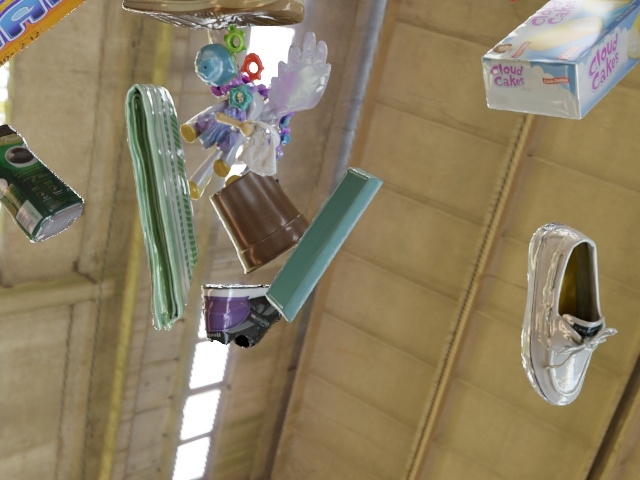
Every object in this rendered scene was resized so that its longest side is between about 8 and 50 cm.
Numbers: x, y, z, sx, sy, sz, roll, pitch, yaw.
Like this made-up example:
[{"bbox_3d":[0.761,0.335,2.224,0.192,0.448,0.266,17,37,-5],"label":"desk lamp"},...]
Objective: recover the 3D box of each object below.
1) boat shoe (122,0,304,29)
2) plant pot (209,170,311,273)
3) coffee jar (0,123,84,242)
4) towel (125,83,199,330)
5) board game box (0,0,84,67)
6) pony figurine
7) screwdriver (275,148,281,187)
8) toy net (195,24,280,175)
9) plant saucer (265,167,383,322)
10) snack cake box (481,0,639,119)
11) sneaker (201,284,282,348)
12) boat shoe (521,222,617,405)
[{"bbox_3d":[-0.175,-0.420,1.241,0.341,0.123,0.123,7,-86,30],"label":"boat shoe"},{"bbox_3d":[-0.121,-0.047,1.467,0.167,0.167,0.165,-25,-80,46],"label":"plant pot"},{"bbox_3d":[-0.450,-0.089,1.131,0.184,0.096,0.079,46,-57,5],"label":"coffee jar"},{"bbox_3d":[-0.183,-0.057,0.885,0.325,0.038,0.248,-117,-159,-77],"label":"towel"},{"bbox_3d":[-0.639,-0.535,1.274,0.356,0.356,0.356,47,-10,2],"label":"board game box"},{"bbox_3d":[-0.163,-0.296,1.674,0.302,0.363,0.351,26,-35,13],"label":"pony figurine"},{"bbox_3d":[-0.110,-0.164,1.895,0.025,0.024,0.170,-10,-122,11],"label":"screwdriver"},{"bbox_3d":[-0.113,-0.217,1.205,0.122,0.045,0.232,-25,-83,26],"label":"toy net"},{"bbox_3d":[0.000,0.000,0.871,0.192,0.018,0.067,-56,-149,1],"label":"plant saucer"},{"bbox_3d":[0.377,-0.287,1.120,0.152,0.264,0.089,19,-41,42],"label":"snack cake box"},{"bbox_3d":[-0.139,0.152,1.525,0.107,0.283,0.124,0,-93,35],"label":"sneaker"},{"bbox_3d":[0.477,0.157,1.414,0.156,0.135,0.367,-146,-128,-67],"label":"boat shoe"}]
